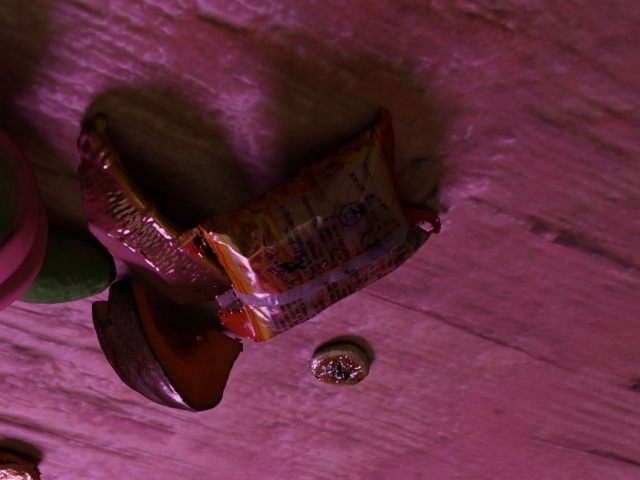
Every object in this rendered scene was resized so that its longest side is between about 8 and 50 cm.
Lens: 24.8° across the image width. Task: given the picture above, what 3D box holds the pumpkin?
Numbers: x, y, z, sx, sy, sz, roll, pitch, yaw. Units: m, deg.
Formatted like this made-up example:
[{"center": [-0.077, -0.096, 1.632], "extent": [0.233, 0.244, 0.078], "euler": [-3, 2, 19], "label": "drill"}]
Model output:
[{"center": [-0.201, 0.159, 1.769], "extent": [0.130, 0.149, 0.254], "euler": [-20, 151, 21], "label": "pumpkin"}]

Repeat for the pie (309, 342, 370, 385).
[{"center": [0.026, 0.167, 1.920], "extent": [0.084, 0.021, 0.084], "euler": [-2, 135, -2], "label": "pie"}]

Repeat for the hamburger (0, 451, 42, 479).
[{"center": [-0.434, 0.329, 2.031], "extent": [0.083, 0.044, 0.076], "euler": [31, 124, -34], "label": "hamburger"}]

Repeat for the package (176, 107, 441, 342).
[{"center": [-0.003, -0.004, 1.647], "extent": [0.288, 0.108, 0.223], "euler": [-34, 137, -7], "label": "package"}]

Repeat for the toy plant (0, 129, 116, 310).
[{"center": [-0.373, 0.001, 1.558], "extent": [0.317, 0.210, 0.356], "euler": [3, 158, -9], "label": "toy plant"}]

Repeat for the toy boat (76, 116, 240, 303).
[{"center": [-0.187, -0.006, 1.675], "extent": [0.141, 0.099, 0.318], "euler": [15, 154, 44], "label": "toy boat"}]
